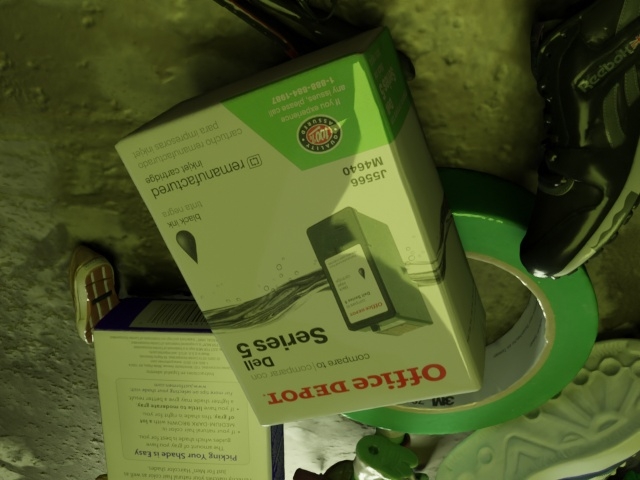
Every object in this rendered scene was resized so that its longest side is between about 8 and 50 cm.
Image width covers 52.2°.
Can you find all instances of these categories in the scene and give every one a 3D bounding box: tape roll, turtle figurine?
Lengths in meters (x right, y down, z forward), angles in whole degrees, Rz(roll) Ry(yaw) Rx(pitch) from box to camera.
[{"bbox_3d":[0.117,0.078,0.689,0.322,0.077,0.321,3,128,4],"label":"tape roll"},{"bbox_3d":[0.097,0.344,0.829,0.198,0.274,0.266,-10,131,-31],"label":"turtle figurine"}]

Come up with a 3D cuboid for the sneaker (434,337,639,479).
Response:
[{"bbox_3d":[0.314,0.260,0.805,0.323,0.130,0.236,-41,135,15],"label":"sneaker"}]

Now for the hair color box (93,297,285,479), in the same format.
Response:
[{"bbox_3d":[-0.137,0.239,0.747,0.185,0.110,0.338,1,104,4],"label":"hair color box"}]

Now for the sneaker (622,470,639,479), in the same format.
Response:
[{"bbox_3d":[0.519,0.341,0.835,0.296,0.109,0.123,-1,117,-4],"label":"sneaker"}]

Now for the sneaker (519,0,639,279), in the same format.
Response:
[{"bbox_3d":[0.204,-0.111,0.508,0.124,0.107,0.283,24,107,0],"label":"sneaker"}]

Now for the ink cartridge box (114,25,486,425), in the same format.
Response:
[{"bbox_3d":[0.000,0.000,0.526,0.199,0.114,0.272,-15,112,21],"label":"ink cartridge box"}]

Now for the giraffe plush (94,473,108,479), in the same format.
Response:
[{"bbox_3d":[-0.215,0.372,0.918,0.210,0.181,0.170,9,126,43],"label":"giraffe plush"}]

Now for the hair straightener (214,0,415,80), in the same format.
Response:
[{"bbox_3d":[-0.016,-0.194,0.515,0.230,0.047,0.089,33,124,-14],"label":"hair straightener"}]

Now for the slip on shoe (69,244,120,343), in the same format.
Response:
[{"bbox_3d":[-0.258,0.062,0.733,0.041,0.051,0.135,40,142,24],"label":"slip on shoe"}]
